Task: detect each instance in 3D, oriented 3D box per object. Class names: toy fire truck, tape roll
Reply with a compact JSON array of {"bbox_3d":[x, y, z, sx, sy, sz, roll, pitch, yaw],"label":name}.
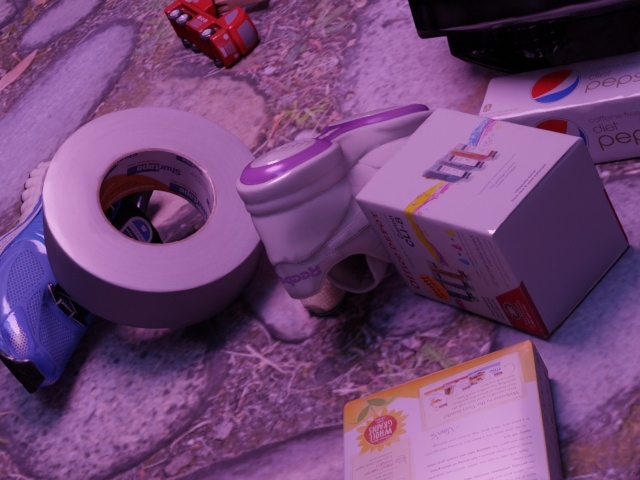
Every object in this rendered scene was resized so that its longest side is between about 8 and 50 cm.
[{"bbox_3d":[-0.113,-0.285,2.147,0.135,0.047,0.192,-38,36,-12],"label":"toy fire truck"},{"bbox_3d":[-0.161,-0.023,1.735,0.219,0.072,0.219,4,55,-6],"label":"tape roll"}]

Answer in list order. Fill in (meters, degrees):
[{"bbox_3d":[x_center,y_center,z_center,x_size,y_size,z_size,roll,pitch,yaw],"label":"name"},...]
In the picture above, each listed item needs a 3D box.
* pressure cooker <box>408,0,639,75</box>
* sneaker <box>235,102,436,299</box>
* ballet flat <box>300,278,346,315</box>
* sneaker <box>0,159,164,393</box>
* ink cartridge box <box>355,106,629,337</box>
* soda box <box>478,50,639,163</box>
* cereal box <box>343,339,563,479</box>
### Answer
[{"bbox_3d":[0.221,-0.360,1.697,0.376,0.420,0.370,-15,9,-7],"label":"pressure cooker"},{"bbox_3d":[0.037,-0.038,1.664,0.114,0.152,0.305,-11,11,41],"label":"sneaker"},{"bbox_3d":[0.000,0.000,1.701,0.057,0.052,0.168,-16,38,19],"label":"ballet flat"},{"bbox_3d":[-0.246,0.015,1.801,0.147,0.129,0.330,-17,37,24],"label":"sneaker"},{"bbox_3d":[0.148,-0.019,1.549,0.127,0.128,0.176,-46,36,-21],"label":"ink cartridge box"},{"bbox_3d":[0.259,-0.120,1.640,0.216,0.074,0.069,-8,40,29],"label":"soda box"},{"bbox_3d":[0.103,0.196,1.384,0.173,0.047,0.240,-19,36,16],"label":"cereal box"}]
